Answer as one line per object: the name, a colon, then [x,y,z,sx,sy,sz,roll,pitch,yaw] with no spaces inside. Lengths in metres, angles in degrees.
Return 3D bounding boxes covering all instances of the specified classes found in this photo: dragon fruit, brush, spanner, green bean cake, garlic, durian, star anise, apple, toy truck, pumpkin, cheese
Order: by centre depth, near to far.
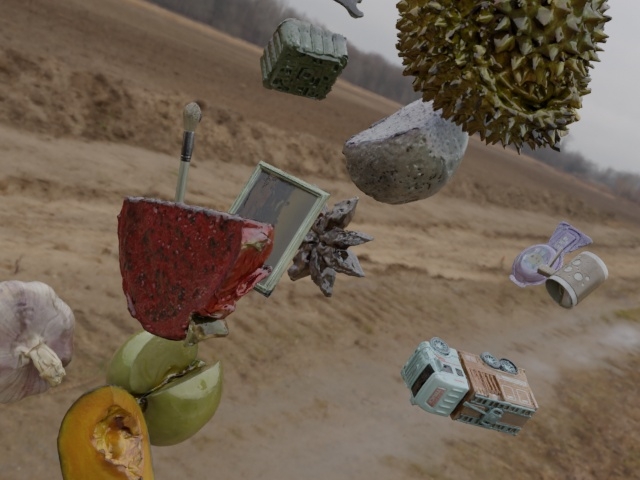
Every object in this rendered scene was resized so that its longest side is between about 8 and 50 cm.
durian: [0.212,-0.252,0.867,0.258,0.293,0.258,-1,20,0]
dragon fruit: [-0.179,0.053,1.136,0.317,0.205,0.152,13,1,43]
garlic: [-0.556,0.207,1.388,0.253,0.245,0.245,19,7,43]
pumpkin: [-0.422,0.400,1.460,0.148,0.312,0.169,-10,16,-5]
spanner: [-0.012,-0.542,1.574,0.254,0.054,0.015,20,-13,-25]
cheese: [0.504,0.036,1.654,0.105,0.191,0.042,44,-11,45]
dragon fruit: [0.228,-0.193,1.697,0.283,0.204,0.221,-35,21,-26]
brush: [-0.316,-0.174,1.738,0.039,0.299,0.042,13,12,19]
toy truck: [0.351,0.353,1.744,0.305,0.136,0.162,18,28,-21]
green bean cake: [-0.041,-0.427,1.786,0.181,0.173,0.094,10,57,-24]
apple: [-0.376,0.347,1.814,0.292,0.292,0.254,28,23,19]
star anise: [-0.001,0.002,2.123,0.331,0.332,0.117,31,19,31]

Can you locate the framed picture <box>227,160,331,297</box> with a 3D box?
framed picture: [-0.120,-0.031,1.554,0.197,0.252,0.014,27,-8,26]

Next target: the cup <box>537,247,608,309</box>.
cup: [0.480,0.070,1.416,0.074,0.099,0.102,62,-15,-24]
